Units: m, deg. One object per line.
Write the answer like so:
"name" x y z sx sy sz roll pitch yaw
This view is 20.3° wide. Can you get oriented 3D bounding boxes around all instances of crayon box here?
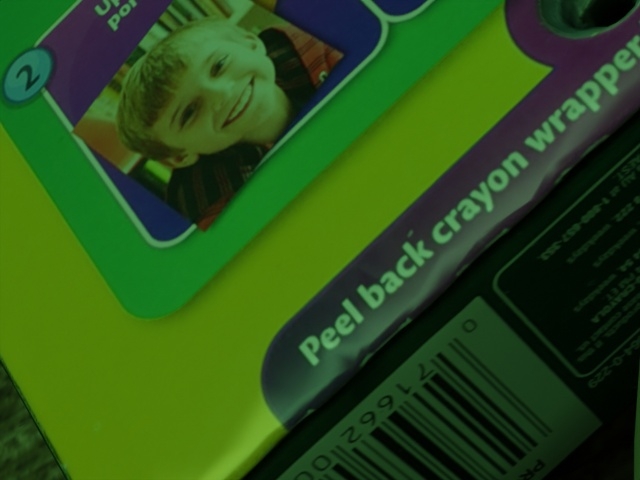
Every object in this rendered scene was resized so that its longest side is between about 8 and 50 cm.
"crayon box" 0.033 -0.108 0.550 0.363 0.106 0.313 -42 48 4

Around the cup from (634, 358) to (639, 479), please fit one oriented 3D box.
"cup" 0.185 0.034 0.302 0.237 0.331 0.331 123 140 -49
